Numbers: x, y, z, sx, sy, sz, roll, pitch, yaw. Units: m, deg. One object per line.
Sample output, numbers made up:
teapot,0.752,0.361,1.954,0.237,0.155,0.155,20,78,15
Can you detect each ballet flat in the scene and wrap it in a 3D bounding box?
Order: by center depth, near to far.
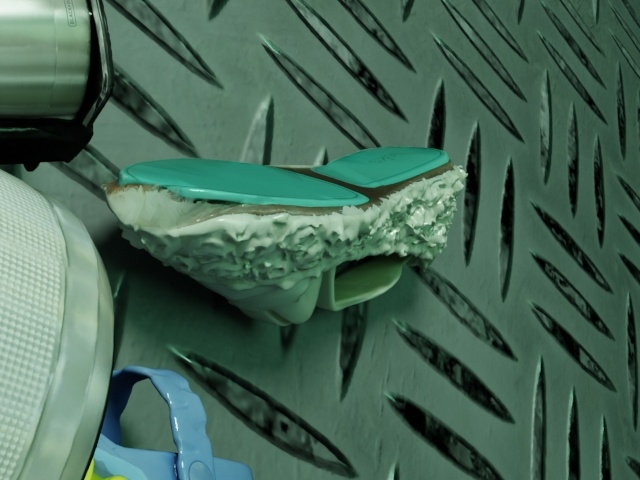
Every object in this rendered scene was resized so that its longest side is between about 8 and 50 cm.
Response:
ballet flat,0.000,0.000,0.778,0.409,0.147,0.146,-11,82,-53

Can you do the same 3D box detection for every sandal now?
sandal,-0.067,0.193,0.598,0.317,0.126,0.138,54,34,-23

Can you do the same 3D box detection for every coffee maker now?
coffee maker,-0.221,-0.081,0.518,0.178,0.171,0.120,-7,52,-33

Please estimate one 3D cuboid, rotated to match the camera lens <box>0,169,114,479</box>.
camera lens,-0.235,0.036,0.362,0.274,0.219,0.219,32,49,-41
